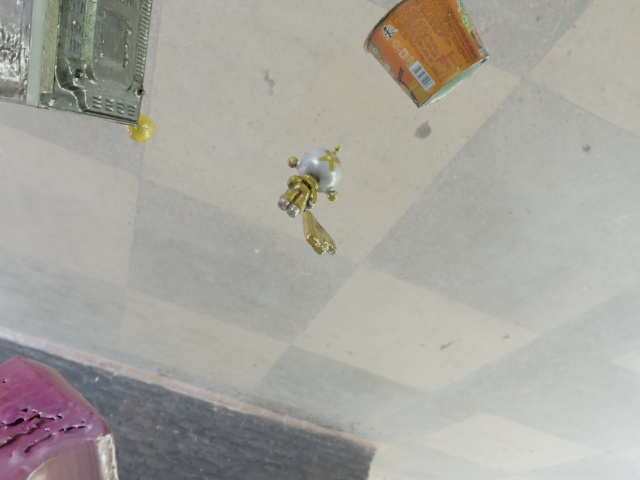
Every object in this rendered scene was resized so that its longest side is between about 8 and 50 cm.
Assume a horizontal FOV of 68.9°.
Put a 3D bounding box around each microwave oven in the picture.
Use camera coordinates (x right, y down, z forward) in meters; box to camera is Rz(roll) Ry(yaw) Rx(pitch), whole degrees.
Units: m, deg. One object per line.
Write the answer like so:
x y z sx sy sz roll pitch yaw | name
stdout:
-0.263 -0.236 0.489 0.129 0.163 0.205 14 101 19 | microwave oven

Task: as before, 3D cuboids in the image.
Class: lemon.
-0.416 -0.260 1.071 0.065 0.065 0.092 9 174 4 | lemon

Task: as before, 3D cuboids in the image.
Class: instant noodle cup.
0.234 -0.406 0.989 0.230 0.230 0.182 -35 89 43 | instant noodle cup

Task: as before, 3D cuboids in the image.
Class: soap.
-0.293 0.280 0.455 0.220 0.127 0.325 21 115 33 | soap

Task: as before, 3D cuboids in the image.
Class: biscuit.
0.000 0.000 1.450 0.038 0.183 0.174 -31 115 12 | biscuit

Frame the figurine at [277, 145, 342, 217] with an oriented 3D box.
-0.019 -0.104 0.790 0.102 0.143 0.068 61 154 7 | figurine
